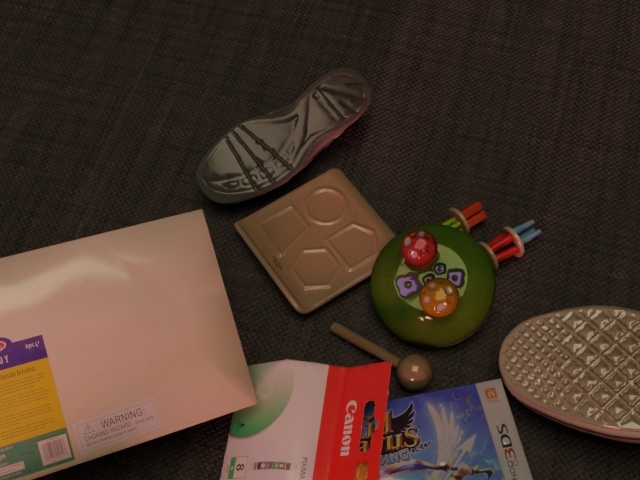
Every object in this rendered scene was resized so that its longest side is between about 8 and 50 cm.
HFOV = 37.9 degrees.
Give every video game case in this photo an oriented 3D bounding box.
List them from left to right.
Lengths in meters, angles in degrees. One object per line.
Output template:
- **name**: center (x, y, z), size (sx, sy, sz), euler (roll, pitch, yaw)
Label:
- **video game case**: center (0.142, 0.325, 1.226), size (0.269, 0.061, 0.244), euler (-10, 59, -5)

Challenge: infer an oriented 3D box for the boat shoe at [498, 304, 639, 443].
- **boat shoe**: center (0.492, 0.199, 1.250), size (0.499, 0.156, 0.187), euler (3, 64, 16)

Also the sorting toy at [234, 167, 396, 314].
- **sorting toy**: center (0.000, 0.000, 1.437), size (0.208, 0.038, 0.193), euler (-28, 63, -20)

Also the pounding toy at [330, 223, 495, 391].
- **pounding toy**: center (0.139, 0.074, 1.313), size (0.183, 0.110, 0.237), euler (35, 83, 18)

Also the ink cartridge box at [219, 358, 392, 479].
- **ink cartridge box**: center (-0.022, 0.242, 1.217), size (0.224, 0.056, 0.181), euler (-16, 51, 35)

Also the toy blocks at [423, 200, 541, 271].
- **toy blocks**: center (0.249, -0.011, 1.426), size (0.148, 0.054, 0.123), euler (-29, 64, -15)

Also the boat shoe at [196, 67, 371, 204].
- **boat shoe**: center (-0.057, -0.159, 1.503), size (0.320, 0.103, 0.118), euler (-39, 85, -14)

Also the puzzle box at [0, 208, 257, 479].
- **puzzle box**: center (-0.307, 0.137, 1.173), size (0.408, 0.052, 0.272), euler (-15, 88, -22)
